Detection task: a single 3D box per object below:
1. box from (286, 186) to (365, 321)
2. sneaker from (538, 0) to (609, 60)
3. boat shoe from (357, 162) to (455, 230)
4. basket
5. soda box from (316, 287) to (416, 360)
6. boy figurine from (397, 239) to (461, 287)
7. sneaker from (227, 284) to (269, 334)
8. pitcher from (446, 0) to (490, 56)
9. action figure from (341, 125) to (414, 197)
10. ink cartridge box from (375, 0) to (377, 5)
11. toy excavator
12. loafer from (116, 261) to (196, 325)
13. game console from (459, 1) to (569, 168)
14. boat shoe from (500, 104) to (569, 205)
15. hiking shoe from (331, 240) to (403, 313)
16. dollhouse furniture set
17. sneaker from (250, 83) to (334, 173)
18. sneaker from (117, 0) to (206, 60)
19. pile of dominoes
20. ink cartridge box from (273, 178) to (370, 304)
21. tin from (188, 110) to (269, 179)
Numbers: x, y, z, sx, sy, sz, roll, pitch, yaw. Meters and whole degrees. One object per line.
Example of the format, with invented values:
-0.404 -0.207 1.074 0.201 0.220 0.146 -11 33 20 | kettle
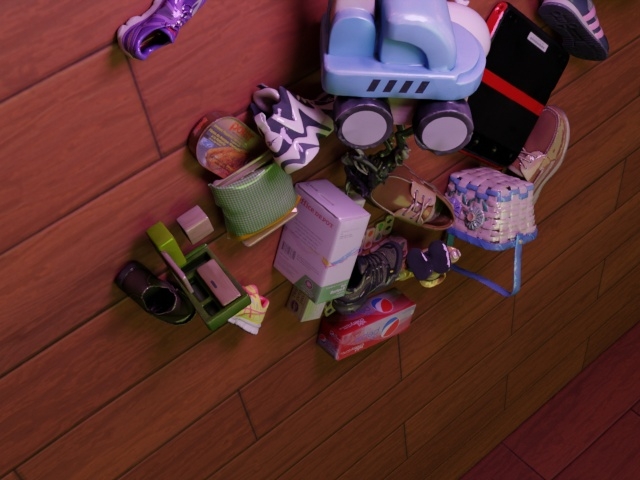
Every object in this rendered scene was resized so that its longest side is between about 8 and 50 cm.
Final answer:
0.009 0.033 1.913 0.067 0.063 0.324 -8 128 -43 | box
0.617 -0.532 2.014 0.319 0.112 0.131 26 77 -55 | sneaker
0.215 -0.096 1.969 0.324 0.120 0.123 13 112 -52 | boat shoe
0.410 -0.028 2.144 0.201 0.254 0.289 -18 117 -31 | basket
0.119 0.212 2.183 0.263 0.083 0.092 -19 135 -37 | soda box
0.263 0.065 2.140 0.177 0.092 0.285 -20 169 2 | boy figurine
-0.176 0.127 1.796 0.094 0.081 0.208 -56 152 -3 | sneaker
0.257 -0.447 1.707 0.207 0.125 0.178 20 91 -42 | pitcher
0.123 -0.197 1.740 0.275 0.164 0.141 -38 109 25 | action figure
0.138 -0.549 1.495 0.193 0.088 0.235 -44 146 -6 | ink cartridge box
0.080 -0.387 1.425 0.432 0.222 0.445 2 137 -5 | toy excavator
-0.304 0.120 1.636 0.080 0.078 0.220 -50 145 0 | loafer
0.432 -0.353 2.038 0.386 0.060 0.342 12 107 -53 | game console
0.546 -0.200 2.240 0.116 0.123 0.324 -8 126 -41 | boat shoe
0.113 0.069 1.974 0.227 0.086 0.114 -45 149 -24 | hiking shoe
-0.141 -0.008 1.591 0.301 0.151 0.197 -35 151 -12 | dollhouse furniture set
-0.050 -0.245 1.566 0.153 0.094 0.235 50 49 -21 | sneaker
-0.228 -0.333 1.307 0.170 0.071 0.068 -45 145 -8 | sneaker
0.105 0.066 2.070 0.251 0.040 0.196 -35 143 -21 | pile of dominoes
0.000 0.000 1.793 0.093 0.154 0.212 -15 132 -39 | ink cartridge box
-0.165 -0.169 1.561 0.106 0.040 0.189 -49 146 6 | tin
